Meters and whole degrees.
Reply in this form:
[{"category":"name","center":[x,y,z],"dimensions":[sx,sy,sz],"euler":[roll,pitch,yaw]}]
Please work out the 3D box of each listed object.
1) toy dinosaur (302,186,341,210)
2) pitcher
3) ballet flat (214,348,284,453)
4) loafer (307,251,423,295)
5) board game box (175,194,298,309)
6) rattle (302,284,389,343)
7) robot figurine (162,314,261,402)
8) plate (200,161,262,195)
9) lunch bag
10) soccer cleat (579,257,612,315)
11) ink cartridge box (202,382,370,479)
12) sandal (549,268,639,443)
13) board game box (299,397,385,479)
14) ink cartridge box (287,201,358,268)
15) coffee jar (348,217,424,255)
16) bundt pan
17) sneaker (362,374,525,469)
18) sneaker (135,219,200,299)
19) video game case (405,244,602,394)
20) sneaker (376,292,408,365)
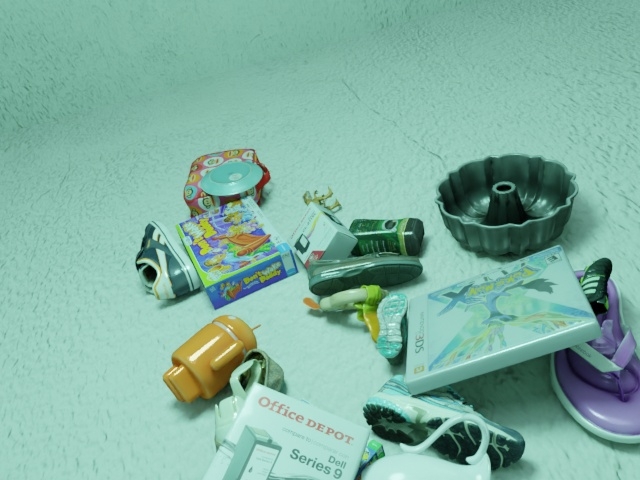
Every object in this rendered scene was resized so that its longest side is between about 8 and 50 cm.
[{"category":"toy dinosaur","center":[-0.002,-0.091,1.782],"dimensions":[0.112,0.064,0.211],"euler":[-33,24,6]},{"category":"pitcher","center":[0.167,0.364,0.965],"dimensions":[0.207,0.125,0.177],"euler":[-8,75,7]},{"category":"ballet flat","center":[-0.145,0.313,1.162],"dimensions":[0.108,0.106,0.316],"euler":[-21,21,14]},{"category":"loafer","center":[0.100,0.060,1.453],"dimensions":[0.268,0.096,0.084],"euler":[-9,52,-2]},{"category":"board game box","center":[-0.234,0.019,1.685],"dimensions":[0.233,0.078,0.347],"euler":[-24,35,-13]},{"category":"rattle","center":[0.059,0.177,1.389],"dimensions":[0.200,0.142,0.130],"euler":[-17,-2,25]},{"category":"robot figurine","center":[-0.225,0.244,1.319],"dimensions":[0.128,0.158,0.219],"euler":[36,57,24]},{"category":"plate","center":[-0.265,-0.193,1.853],"dimensions":[0.188,0.024,0.188],"euler":[-6,36,4]},{"category":"lunch bag","center":[-0.281,-0.184,1.955],"dimensions":[0.258,0.120,0.293],"euler":[-10,34,7]},{"category":"soccer cleat","center":[0.501,0.099,1.145],"dimensions":[0.179,0.060,0.072],"euler":[-43,32,-25]},{"category":"ink cartridge box","center":[-0.072,0.394,0.954],"dimensions":[0.211,0.121,0.289],"euler":[20,54,11]},{"category":"sandal","center":[0.500,0.178,1.147],"dimensions":[0.170,0.102,0.416],"euler":[-6,35,13]},{"category":"board game box","center":[-0.005,0.378,1.121],"dimensions":[0.201,0.035,0.136],"euler":[18,47,40]},{"category":"ink cartridge box","center":[0.000,0.000,1.572],"dimensions":[0.127,0.072,0.175],"euler":[-58,35,12]},{"category":"coffee jar","center":[0.166,-0.009,1.567],"dimensions":[0.185,0.079,0.096],"euler":[-1,36,22]},{"category":"bundt pan","center":[0.450,-0.079,1.516],"dimensions":[0.331,0.124,0.330],"euler":[-11,34,8]},{"category":"sneaker","center":[0.219,0.297,1.088],"dimensions":[0.283,0.110,0.122],"euler":[10,38,32]},{"category":"sneaker","center":[-0.442,0.048,1.684],"dimensions":[0.128,0.126,0.321],"euler":[-25,36,-20]},{"category":"video game case","center":[0.316,0.138,1.158],"dimensions":[0.329,0.036,0.300],"euler":[-22,18,18]},{"category":"sneaker","center":[0.153,0.185,1.292],"dimensions":[0.065,0.076,0.166],"euler":[-4,46,23]}]
